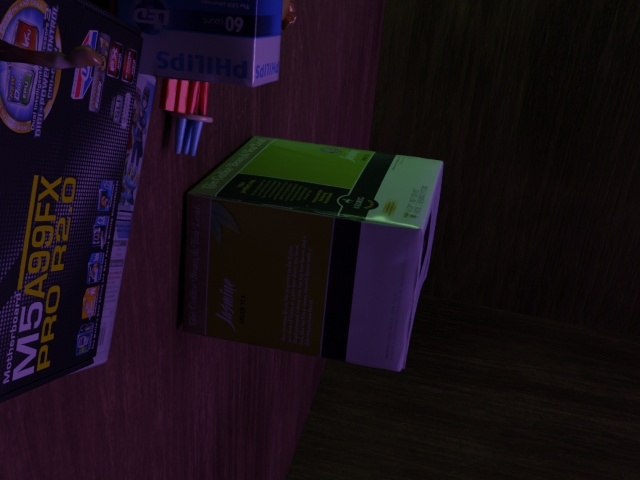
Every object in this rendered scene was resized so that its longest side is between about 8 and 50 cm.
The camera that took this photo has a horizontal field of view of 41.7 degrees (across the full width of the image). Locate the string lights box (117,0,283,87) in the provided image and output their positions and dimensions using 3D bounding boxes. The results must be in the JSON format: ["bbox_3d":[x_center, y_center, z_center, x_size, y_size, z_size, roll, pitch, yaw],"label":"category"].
[{"bbox_3d":[-0.101,-0.271,0.724,0.077,0.133,0.259,-47,144,-67],"label":"string lights box"}]

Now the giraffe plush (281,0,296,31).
[{"bbox_3d":[-0.070,-0.319,0.995,0.170,0.210,0.181,-52,170,-13],"label":"giraffe plush"}]

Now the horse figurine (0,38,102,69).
[{"bbox_3d":[-0.208,-0.162,0.383,0.066,0.174,0.263,-103,-173,-59],"label":"horse figurine"}]

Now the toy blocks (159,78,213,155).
[{"bbox_3d":[-0.155,-0.171,0.957,0.123,0.054,0.148,-34,134,-79],"label":"toy blocks"}]

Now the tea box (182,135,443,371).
[{"bbox_3d":[0.000,0.000,1.259,0.329,0.323,0.220,-58,156,-65],"label":"tea box"}]

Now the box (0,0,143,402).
[{"bbox_3d":[-0.203,-0.032,0.563,0.216,0.060,0.270,-11,111,-81],"label":"box"}]

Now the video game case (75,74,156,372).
[{"bbox_3d":[-0.233,-0.024,0.698,0.329,0.036,0.300,4,96,-80],"label":"video game case"}]
